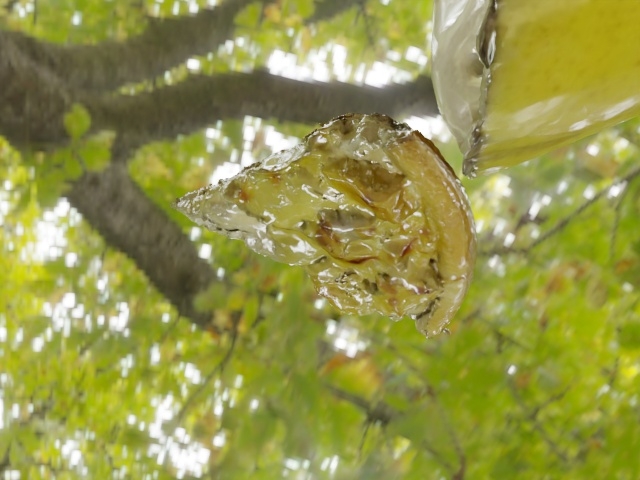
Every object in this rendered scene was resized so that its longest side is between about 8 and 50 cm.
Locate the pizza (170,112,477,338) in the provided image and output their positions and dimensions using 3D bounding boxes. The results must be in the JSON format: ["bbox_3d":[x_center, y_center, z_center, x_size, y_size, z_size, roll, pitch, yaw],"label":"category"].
[{"bbox_3d":[0.000,0.000,0.559,0.109,0.123,0.026,3,-124,14],"label":"pizza"}]

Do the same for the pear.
[{"bbox_3d":[0.139,-0.138,0.687,0.178,0.267,0.267,7,-122,-1],"label":"pear"}]
